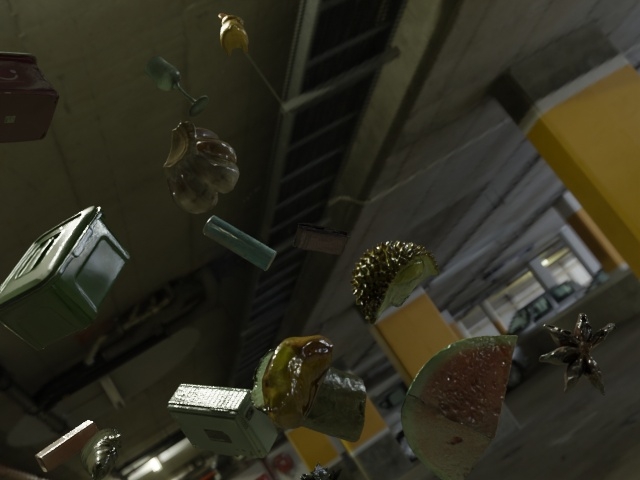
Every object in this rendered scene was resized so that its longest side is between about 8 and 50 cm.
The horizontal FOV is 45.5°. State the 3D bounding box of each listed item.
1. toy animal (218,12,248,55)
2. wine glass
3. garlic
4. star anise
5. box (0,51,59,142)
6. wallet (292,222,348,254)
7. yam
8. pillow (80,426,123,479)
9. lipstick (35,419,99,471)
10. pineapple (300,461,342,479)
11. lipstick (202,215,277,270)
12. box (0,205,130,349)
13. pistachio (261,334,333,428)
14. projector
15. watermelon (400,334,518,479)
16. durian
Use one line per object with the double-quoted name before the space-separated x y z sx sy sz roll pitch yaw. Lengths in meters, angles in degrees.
"toy animal" -0.230 -0.550 1.964 0.070 0.159 0.083 -11 -47 -6
"wine glass" -0.419 -0.449 2.209 0.079 0.195 0.079 -45 -11 -11
"garlic" -0.352 -0.210 2.254 0.210 0.238 0.292 -33 -36 12
"star anise" 0.619 0.269 1.846 0.063 0.171 0.208 80 -154 -67
"box" -0.818 -0.351 1.916 0.294 0.167 0.193 -15 -35 -52
"wallet" 0.000 0.001 2.423 0.165 0.030 0.111 11 -42 -6
"yam" -0.009 0.386 1.890 0.304 0.168 0.168 24 -47 -25
"pillow" -0.403 0.388 1.414 0.093 0.051 0.241 -51 11 -20
"lipstick" -0.597 0.487 1.809 0.145 0.045 0.045 -32 15 -35
"pineapple" -0.002 0.617 1.735 0.125 0.125 0.252 -26 -53 -33
"lipstick" -0.171 0.005 1.615 0.048 0.157 0.048 -60 -3 -5
"box" -0.615 0.093 1.838 0.252 0.178 0.329 -26 29 27
"pistachio" -0.047 0.235 1.294 0.110 0.100 0.189 115 180 -50
"projector" -0.265 0.488 2.043 0.256 0.192 0.099 -2 39 31
"watermelon" 0.271 0.304 1.448 0.175 0.256 0.260 1 54 37
"durian" 0.188 0.100 2.080 0.172 0.167 0.306 5 37 42
